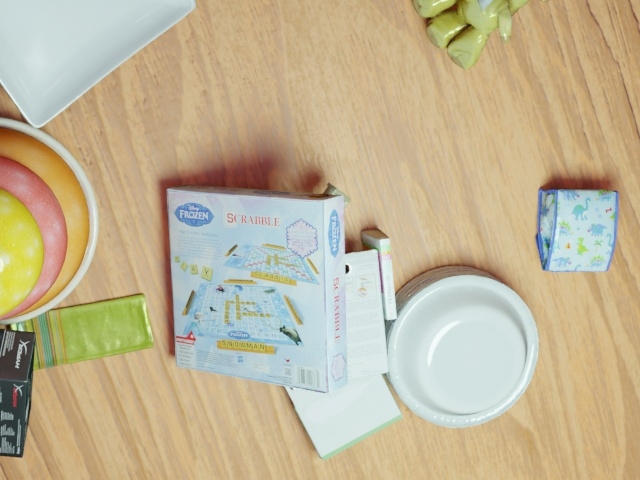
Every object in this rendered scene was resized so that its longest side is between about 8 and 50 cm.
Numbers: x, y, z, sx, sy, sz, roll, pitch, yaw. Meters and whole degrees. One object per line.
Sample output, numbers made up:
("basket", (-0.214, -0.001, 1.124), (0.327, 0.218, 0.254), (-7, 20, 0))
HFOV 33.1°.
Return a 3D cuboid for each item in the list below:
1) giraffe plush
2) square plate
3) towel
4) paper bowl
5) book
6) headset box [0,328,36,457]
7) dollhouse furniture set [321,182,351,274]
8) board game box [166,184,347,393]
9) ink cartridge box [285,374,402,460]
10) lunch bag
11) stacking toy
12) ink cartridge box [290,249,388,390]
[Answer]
("giraffe plush", (0.288, -0.416, 1.823), (0.170, 0.210, 0.181), (-37, 103, -31))
("square plate", (-0.416, -0.413, 1.683), (0.347, 0.049, 0.344), (-41, 122, -15))
("towel", (-0.415, 0.162, 1.872), (0.237, 0.021, 0.102), (-10, 103, -8))
("paper bowl", (0.253, 0.196, 1.931), (0.284, 0.148, 0.284), (-2, 102, -8))
("book", (0.106, 0.059, 1.903), (0.035, 0.096, 0.144), (-8, 102, -11))
("headset box", (-0.624, 0.241, 1.756), (0.293, 0.110, 0.218), (6, 134, -11))
("dollhouse furniture set", (0.000, 0.000, 1.895), (0.161, 0.101, 0.182), (35, 93, -39))
("board game box", (-0.107, 0.074, 1.790), (0.318, 0.066, 0.318), (6, 103, 31))
("ink cartridge box", (0.024, 0.258, 1.949), (0.171, 0.056, 0.235), (-28, 101, -4))
("lunch bag", (0.465, -0.018, 1.952), (0.128, 0.096, 0.151), (0, 91, -10))
("stacking toy", (-0.511, 0.004, 1.588), (0.350, 0.480, 0.351), (-2, 100, -10))
("ink cartridge box", (0.019, 0.135, 1.868), (0.181, 0.056, 0.225), (-9, 98, -16))
